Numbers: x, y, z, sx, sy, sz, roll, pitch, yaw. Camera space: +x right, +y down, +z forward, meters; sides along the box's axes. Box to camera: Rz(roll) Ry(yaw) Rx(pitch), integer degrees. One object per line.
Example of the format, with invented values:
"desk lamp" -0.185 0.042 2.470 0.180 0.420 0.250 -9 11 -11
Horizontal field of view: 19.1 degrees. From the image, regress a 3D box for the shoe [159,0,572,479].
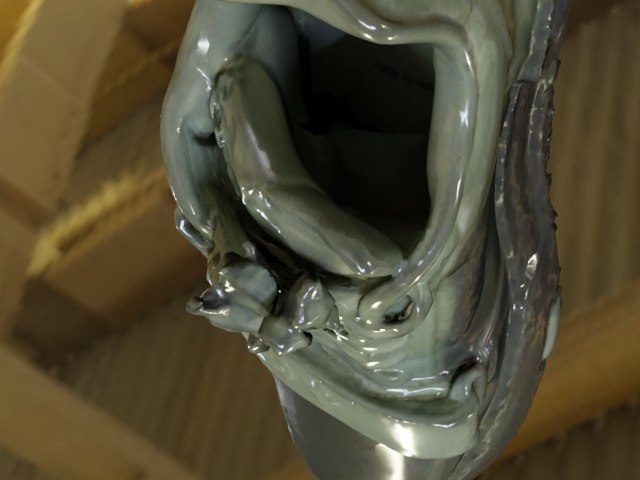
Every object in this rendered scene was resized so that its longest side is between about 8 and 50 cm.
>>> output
"shoe" 0.002 0.001 0.576 0.109 0.293 0.149 22 -138 22
